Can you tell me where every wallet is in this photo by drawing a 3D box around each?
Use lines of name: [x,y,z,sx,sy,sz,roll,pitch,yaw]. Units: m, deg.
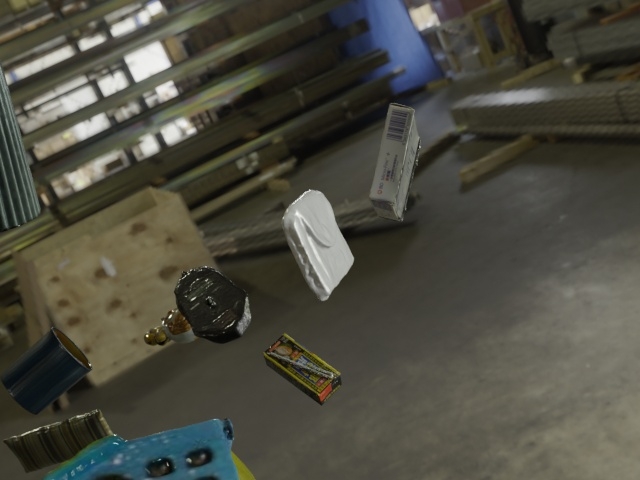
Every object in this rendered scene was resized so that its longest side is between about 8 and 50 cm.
wallet: [0.000,0.000,1.154,0.032,0.124,0.183,-22,7,15]

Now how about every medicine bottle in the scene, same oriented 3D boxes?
medicine bottle: [0.131,-0.129,1.546,0.052,0.171,0.201,12,-4,10]

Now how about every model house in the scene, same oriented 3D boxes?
model house: [-0.235,0.397,1.181,0.303,0.237,0.215,-9,35,-20]

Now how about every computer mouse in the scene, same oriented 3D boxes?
computer mouse: [-0.160,0.101,1.370,0.099,0.057,0.172,-40,49,-8]

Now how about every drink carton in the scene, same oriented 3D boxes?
drink carton: [-0.038,0.272,1.912,0.166,0.056,0.071,31,63,30]

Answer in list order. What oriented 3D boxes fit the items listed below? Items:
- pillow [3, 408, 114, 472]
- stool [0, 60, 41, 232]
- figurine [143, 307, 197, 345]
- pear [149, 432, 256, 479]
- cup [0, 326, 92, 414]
pillow: [-0.523,0.407,1.827,0.203,0.113,0.038,-16,37,-1]
stool: [-0.711,-0.185,1.708,0.297,0.330,0.297,-6,16,2]
figurine: [-0.270,0.163,1.652,0.143,0.068,0.101,-30,14,16]
pear: [-0.223,0.470,1.474,0.269,0.321,0.269,-13,-11,-2]
cup: [-0.534,0.265,1.781,0.138,0.113,0.150,-42,-27,-6]
